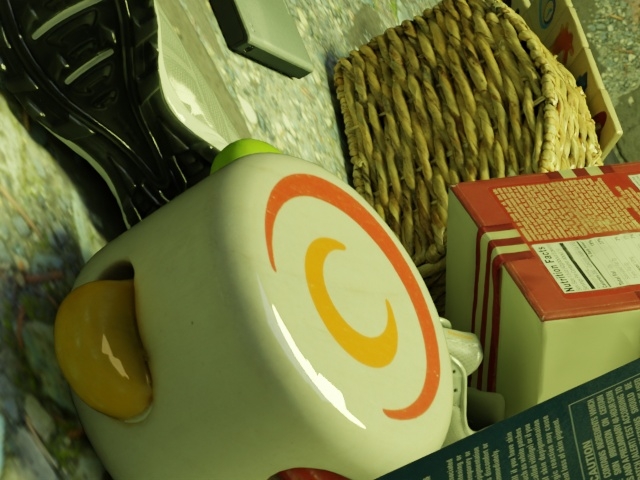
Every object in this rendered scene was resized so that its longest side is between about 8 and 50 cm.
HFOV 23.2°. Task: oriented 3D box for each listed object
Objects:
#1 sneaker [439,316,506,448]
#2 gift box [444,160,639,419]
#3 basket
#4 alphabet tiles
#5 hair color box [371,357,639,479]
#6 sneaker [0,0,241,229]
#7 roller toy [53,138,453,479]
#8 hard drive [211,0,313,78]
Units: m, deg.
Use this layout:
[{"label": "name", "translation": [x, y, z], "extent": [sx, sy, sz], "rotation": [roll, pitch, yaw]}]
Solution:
[{"label": "sneaker", "translation": [0.040, 0.072, 1.077], "extent": [0.262, 0.121, 0.099], "rotation": [49, 23, -34]}, {"label": "gift box", "translation": [0.249, 0.105, 1.208], "extent": [0.255, 0.276, 0.258], "rotation": [-107, -165, -60]}, {"label": "basket", "translation": [0.166, -0.057, 1.452], "extent": [0.223, 0.213, 0.299], "rotation": [45, 25, -42]}, {"label": "alphabet tiles", "translation": [0.196, -0.091, 1.550], "extent": [0.011, 0.285, 0.342], "rotation": [9, 46, -22]}, {"label": "hair color box", "translation": [0.088, 0.181, 0.688], "extent": [0.174, 0.347, 0.105], "rotation": [53, 20, -28]}, {"label": "sneaker", "translation": [-0.118, -0.090, 0.936], "extent": [0.271, 0.100, 0.108], "rotation": [59, 4, -22]}, {"label": "roller toy", "translation": [-0.036, 0.064, 0.837], "extent": [0.191, 0.146, 0.209], "rotation": [53, 28, -11]}, {"label": "hard drive", "translation": [-0.056, -0.194, 1.341], "extent": [0.135, 0.022, 0.094], "rotation": [13, 52, -67]}]
